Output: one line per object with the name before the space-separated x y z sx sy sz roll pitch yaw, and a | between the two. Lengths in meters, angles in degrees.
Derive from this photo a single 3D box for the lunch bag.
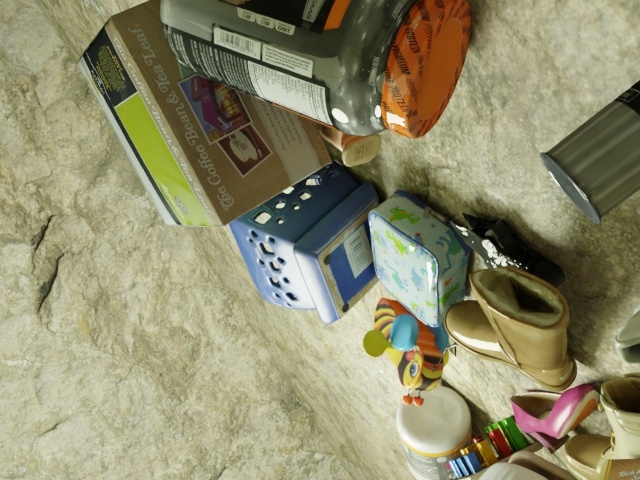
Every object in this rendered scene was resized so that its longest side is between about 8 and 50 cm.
lunch bag | 0.163 0.029 1.152 0.176 0.090 0.219 39 155 34

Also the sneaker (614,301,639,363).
sneaker | 0.423 0.152 0.728 0.232 0.115 0.090 34 152 44

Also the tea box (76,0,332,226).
tea box | -0.201 -0.213 1.114 0.323 0.220 0.329 7 126 62

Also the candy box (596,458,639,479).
candy box | 0.440 0.327 0.741 0.316 0.183 0.087 -25 100 50

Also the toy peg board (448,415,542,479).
toy peg board | 0.325 0.419 1.350 0.161 0.161 0.079 105 142 -65

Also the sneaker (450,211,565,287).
sneaker | 0.261 0.012 0.959 0.089 0.051 0.170 58 164 -25

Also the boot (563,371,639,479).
boot | 0.426 0.273 0.952 0.203 0.095 0.262 60 158 -16

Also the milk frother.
milk frother | 0.299 -0.064 0.621 0.143 0.135 0.129 53 -169 10

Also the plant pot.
plant pot | 0.000 0.000 1.281 0.212 0.236 0.236 25 147 41

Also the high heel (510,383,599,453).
high heel | 0.370 0.260 1.104 0.117 0.082 0.244 50 167 29

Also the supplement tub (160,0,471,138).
supplement tub | -0.006 -0.255 0.825 0.338 0.207 0.207 25 150 21

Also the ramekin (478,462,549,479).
ramekin | 0.353 0.497 1.119 0.277 0.135 0.277 38 157 19

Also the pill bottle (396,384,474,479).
pill bottle | 0.267 0.465 1.533 0.162 0.162 0.278 35 154 42

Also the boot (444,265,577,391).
boot | 0.257 0.105 0.974 0.236 0.089 0.269 23 164 34

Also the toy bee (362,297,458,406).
toy bee | 0.171 0.223 1.302 0.195 0.162 0.298 18 -174 -6

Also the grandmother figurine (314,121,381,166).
grandmother figurine | -0.033 -0.252 1.137 0.342 0.104 0.208 45 139 33

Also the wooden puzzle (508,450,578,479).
wooden puzzle | 0.513 0.480 1.096 0.322 0.080 0.348 54 157 -23
